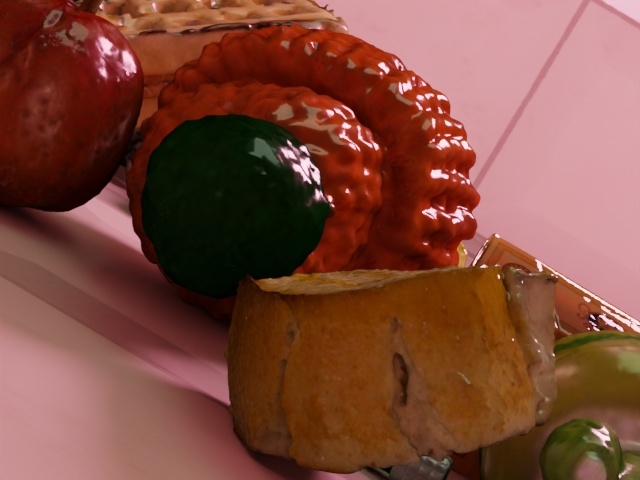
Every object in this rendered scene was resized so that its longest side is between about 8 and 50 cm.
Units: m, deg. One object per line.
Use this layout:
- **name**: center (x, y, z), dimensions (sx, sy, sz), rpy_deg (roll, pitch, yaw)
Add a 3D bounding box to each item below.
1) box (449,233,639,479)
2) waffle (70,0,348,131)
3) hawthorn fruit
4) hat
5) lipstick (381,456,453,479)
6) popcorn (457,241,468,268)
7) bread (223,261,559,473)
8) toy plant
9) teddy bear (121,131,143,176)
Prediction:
- **box**: center (0.204, 0.140, 1.559), dimensions (0.274, 0.174, 0.076), rpy_deg (31, 35, 4)
- **waffle**: center (-0.191, -0.209, 2.018), dimensions (0.376, 0.114, 0.261), rpy_deg (-7, 31, -28)
- **hawthorn fruit**: center (-0.218, -0.124, 1.576), dimensions (0.179, 0.200, 0.179), rpy_deg (35, 3, -2)
- **hat**: center (-0.057, -0.019, 1.548), dimensions (0.285, 0.285, 0.400), rpy_deg (32, 23, 15)
- **lipstick**: center (0.036, 0.147, 1.428), dimensions (0.116, 0.037, 0.037), rpy_deg (27, 6, 10)
- **popcorn**: center (0.089, 0.024, 2.156), dimensions (0.145, 0.126, 0.126), rpy_deg (-9, -48, 29)
- **bread**: center (0.037, 0.078, 1.288), dimensions (0.185, 0.124, 0.257), rpy_deg (-2, 0, -27)
- **toy plant**: center (0.207, 0.184, 1.324), dimensions (0.224, 0.184, 0.316), rpy_deg (57, 7, -17)
- **teddy bear**: center (-0.162, -0.111, 2.097), dimensions (0.133, 0.111, 0.213), rpy_deg (32, 7, 21)
